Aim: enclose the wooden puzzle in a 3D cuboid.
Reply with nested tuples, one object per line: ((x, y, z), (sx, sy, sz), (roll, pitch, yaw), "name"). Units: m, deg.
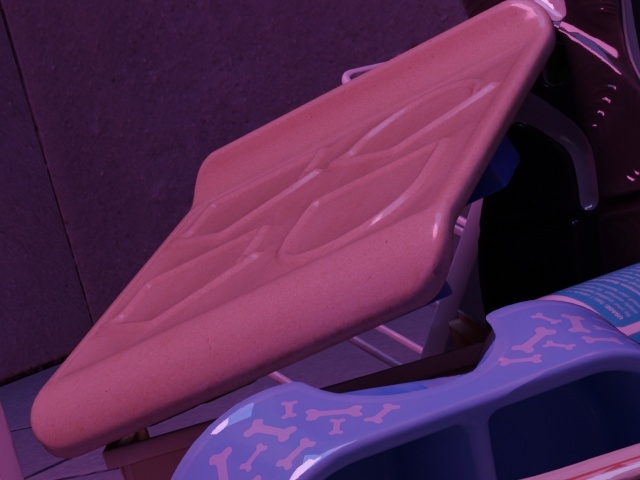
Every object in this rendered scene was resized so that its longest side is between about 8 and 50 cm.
((0.000, 0.000, 1.302), (0.322, 0.080, 0.348), (-26, 20, 29), "wooden puzzle")

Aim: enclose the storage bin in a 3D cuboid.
((0.001, 0.148, 1.364), (0.262, 0.123, 0.260), (-17, 3, -2), "storage bin")

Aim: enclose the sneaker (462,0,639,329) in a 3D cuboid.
((0.240, -0.064, 1.450), (0.169, 0.447, 0.257), (-13, -12, 36), "sneaker")

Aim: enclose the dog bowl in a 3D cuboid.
((0.067, 0.134, 0.952), (0.297, 0.166, 0.074), (-17, 15, -26), "dog bowl")

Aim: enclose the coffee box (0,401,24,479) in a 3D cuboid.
((-0.483, 0.165, 1.557), (0.338, 0.337, 0.334), (-15, 2, 32), "coffee box")

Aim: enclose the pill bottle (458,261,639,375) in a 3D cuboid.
((0.195, 0.088, 1.186), (0.264, 0.146, 0.146), (-17, 3, -29), "pill bottle")

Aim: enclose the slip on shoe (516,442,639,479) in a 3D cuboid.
((0.110, 0.159, 0.856), (0.331, 0.101, 0.123), (-6, -42, -24), "slip on shoe")

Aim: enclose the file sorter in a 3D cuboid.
((0.087, 0.008, 1.624), (0.173, 0.277, 0.193), (28, 25, 25), "file sorter")
